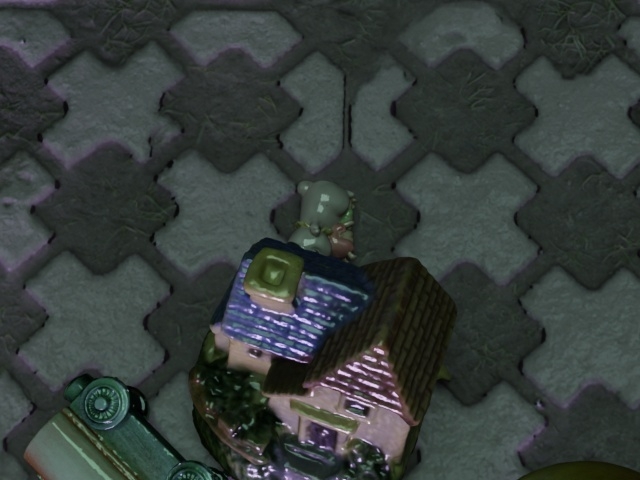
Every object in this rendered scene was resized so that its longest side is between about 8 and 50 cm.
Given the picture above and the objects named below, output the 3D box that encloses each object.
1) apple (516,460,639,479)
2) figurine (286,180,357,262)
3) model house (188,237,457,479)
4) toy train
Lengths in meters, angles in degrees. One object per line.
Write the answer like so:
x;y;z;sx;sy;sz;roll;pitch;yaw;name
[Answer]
0.304;0.405;1.496;0.338;0.338;0.305;-33;83;-12;apple
0.004;-0.003;1.793;0.098;0.081;0.146;11;69;4;figurine
-0.002;0.147;1.622;0.321;0.266;0.261;19;55;6;model house
-0.239;0.298;1.670;0.285;0.116;0.177;42;87;14;toy train
